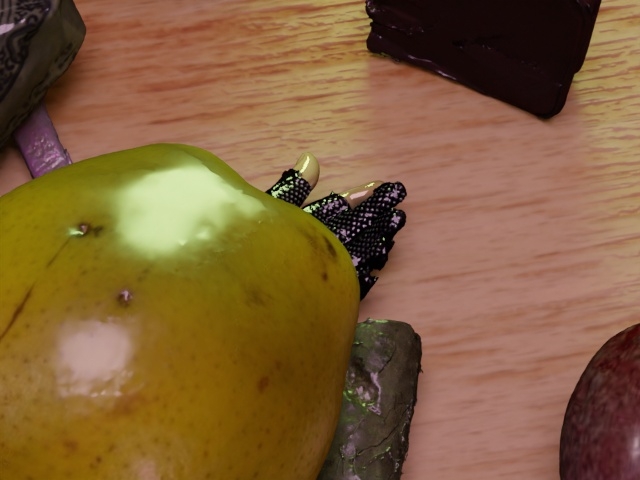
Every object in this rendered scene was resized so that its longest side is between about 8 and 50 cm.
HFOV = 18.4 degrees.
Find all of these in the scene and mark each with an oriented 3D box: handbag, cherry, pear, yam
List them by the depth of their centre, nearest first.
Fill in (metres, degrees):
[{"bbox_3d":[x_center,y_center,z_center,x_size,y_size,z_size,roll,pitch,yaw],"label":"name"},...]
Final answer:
[{"bbox_3d":[-0.169,0.117,1.538,0.362,0.362,0.418,38,79,17],"label":"pear"},{"bbox_3d":[0.305,0.188,1.580,0.230,0.203,0.300,8,80,4],"label":"cherry"},{"bbox_3d":[0.028,0.158,1.654,0.107,0.107,0.183,10,63,6],"label":"yam"},{"bbox_3d":[0.143,-0.219,1.769,0.216,0.203,0.074,24,60,12],"label":"handbag"}]

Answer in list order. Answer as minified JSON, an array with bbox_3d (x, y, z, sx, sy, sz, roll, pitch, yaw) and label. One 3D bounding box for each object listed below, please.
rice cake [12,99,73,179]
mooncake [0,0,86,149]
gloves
[{"bbox_3d":[-0.274,-0.112,1.821,0.047,0.036,0.207,-24,67,-16],"label":"rice cake"},{"bbox_3d":[-0.370,-0.182,1.774,0.250,0.136,0.254,36,80,15],"label":"mooncake"},{"bbox_3d":[0.000,0.003,1.740,0.129,0.106,0.180,39,44,16],"label":"gloves"}]
